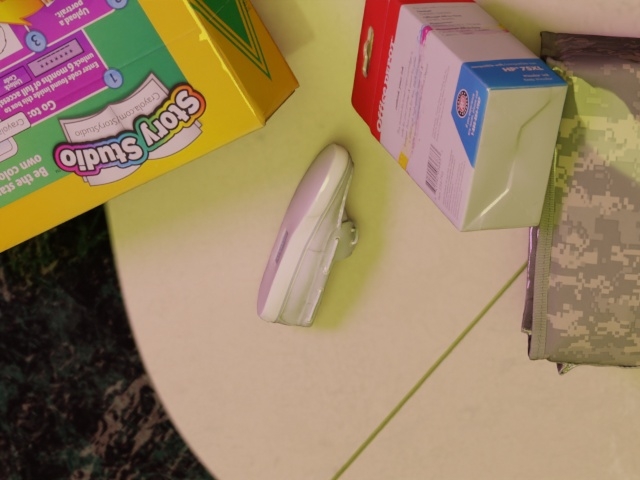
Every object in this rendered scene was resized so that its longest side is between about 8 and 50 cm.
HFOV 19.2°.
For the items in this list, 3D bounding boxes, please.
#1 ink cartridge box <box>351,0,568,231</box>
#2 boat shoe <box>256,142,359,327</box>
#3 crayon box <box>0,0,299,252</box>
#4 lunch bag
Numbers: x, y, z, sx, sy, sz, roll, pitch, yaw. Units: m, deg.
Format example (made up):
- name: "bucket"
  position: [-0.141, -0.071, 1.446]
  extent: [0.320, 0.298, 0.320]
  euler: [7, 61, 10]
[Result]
- name: "ink cartridge box"
  position: [0.109, -0.121, 1.590]
  extent: [0.078, 0.231, 0.134]
  euler: [-6, 123, -23]
- name: "boat shoe"
  position: [0.000, 0.000, 1.713]
  extent: [0.063, 0.066, 0.184]
  euler: [16, 109, -16]
- name: "crayon box"
  position: [-0.254, -0.175, 1.611]
  extent: [0.363, 0.106, 0.313]
  euler: [-23, 108, 27]
- name: "lunch bag"
  position: [0.296, -0.023, 1.622]
  extent: [0.235, 0.169, 0.287]
  euler: [3, 106, 4]
